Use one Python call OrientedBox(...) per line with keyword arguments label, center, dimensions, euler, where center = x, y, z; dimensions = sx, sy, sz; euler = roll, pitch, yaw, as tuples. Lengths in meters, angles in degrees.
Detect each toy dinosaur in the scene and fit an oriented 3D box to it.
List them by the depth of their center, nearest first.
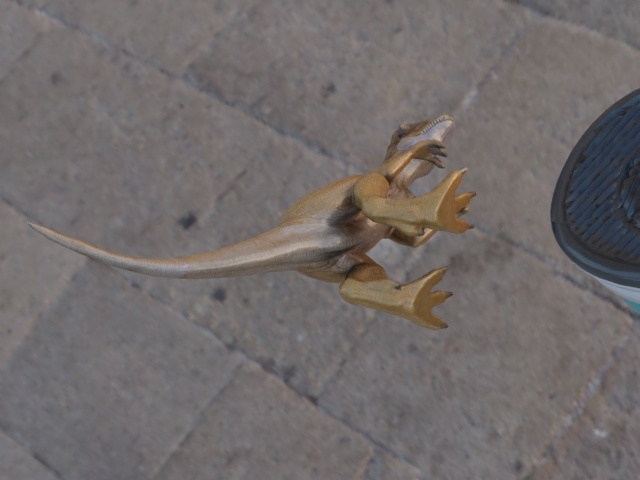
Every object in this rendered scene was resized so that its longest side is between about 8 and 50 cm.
OrientedBox(label="toy dinosaur", center=(0.000, 0.000, 0.584), dimensions=(0.112, 0.064, 0.211), euler=(13, 25, 41))

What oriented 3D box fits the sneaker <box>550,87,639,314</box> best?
OrientedBox(label="sneaker", center=(0.229, 0.036, 0.445), dimensions=(0.295, 0.178, 0.124), euler=(19, 79, 55))
